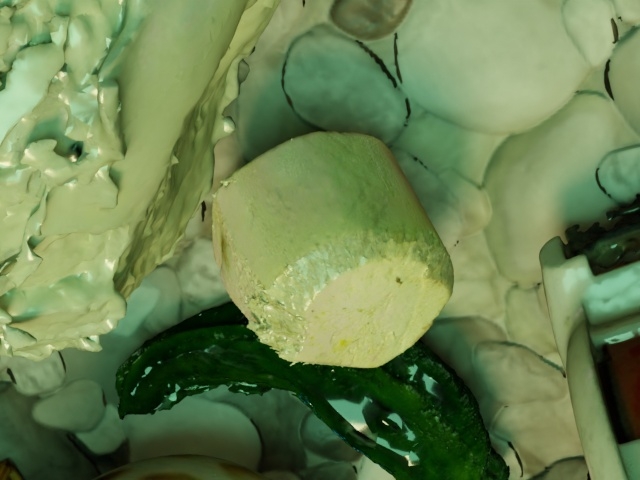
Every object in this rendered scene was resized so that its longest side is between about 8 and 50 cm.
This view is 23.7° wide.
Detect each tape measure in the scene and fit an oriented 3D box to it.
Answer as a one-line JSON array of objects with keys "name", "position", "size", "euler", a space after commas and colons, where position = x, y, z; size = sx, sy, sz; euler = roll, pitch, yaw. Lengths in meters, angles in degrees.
[{"name": "tape measure", "position": [0.204, 0.138, 0.776], "size": [0.130, 0.265, 0.258], "euler": [-17, 115, 12]}]

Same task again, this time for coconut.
[{"name": "coconut", "position": [0.000, 0.000, 0.807], "size": [0.116, 0.122, 0.116], "euler": [-17, 138, -16]}]

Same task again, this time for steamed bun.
[{"name": "steamed bun", "position": [-0.193, -0.091, 0.688], "size": [0.312, 0.233, 0.334], "euler": [22, 130, 6]}]

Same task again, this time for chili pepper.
[{"name": "chili pepper", "position": [0.024, 0.108, 0.871], "size": [0.279, 0.065, 0.122], "euler": [28, 123, -3]}]

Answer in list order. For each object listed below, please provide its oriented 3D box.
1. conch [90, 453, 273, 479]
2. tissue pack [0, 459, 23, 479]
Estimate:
[{"name": "conch", "position": [-0.074, 0.208, 0.841], "size": [0.275, 0.183, 0.149], "euler": [6, 133, -38]}, {"name": "tissue pack", "position": [-0.282, 0.279, 0.885], "size": [0.274, 0.194, 0.145], "euler": [-26, 106, 13]}]
